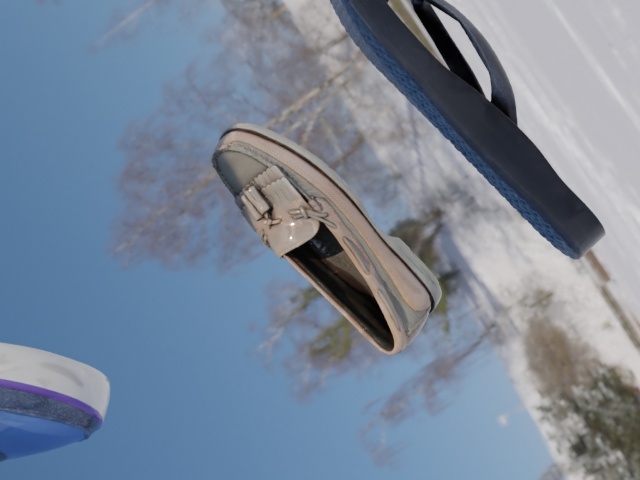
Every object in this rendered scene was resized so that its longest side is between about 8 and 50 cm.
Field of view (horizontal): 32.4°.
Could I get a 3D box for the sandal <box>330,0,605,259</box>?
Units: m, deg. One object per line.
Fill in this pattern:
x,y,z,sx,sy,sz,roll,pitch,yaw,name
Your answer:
0.095,-0.095,0.707,0.254,0.054,0.097,45,-178,-13,sandal

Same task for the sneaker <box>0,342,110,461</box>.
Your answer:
-0.302,0.193,0.710,0.130,0.322,0.236,121,149,-61,sneaker

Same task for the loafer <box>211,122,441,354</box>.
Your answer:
0.000,0.000,0.485,0.125,0.045,0.039,40,-129,-10,loafer
